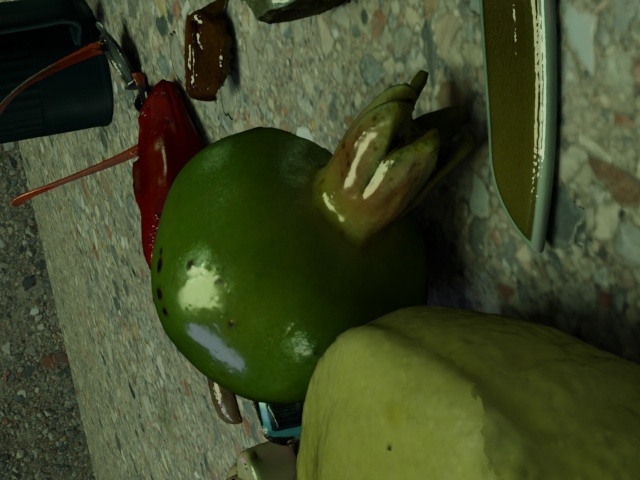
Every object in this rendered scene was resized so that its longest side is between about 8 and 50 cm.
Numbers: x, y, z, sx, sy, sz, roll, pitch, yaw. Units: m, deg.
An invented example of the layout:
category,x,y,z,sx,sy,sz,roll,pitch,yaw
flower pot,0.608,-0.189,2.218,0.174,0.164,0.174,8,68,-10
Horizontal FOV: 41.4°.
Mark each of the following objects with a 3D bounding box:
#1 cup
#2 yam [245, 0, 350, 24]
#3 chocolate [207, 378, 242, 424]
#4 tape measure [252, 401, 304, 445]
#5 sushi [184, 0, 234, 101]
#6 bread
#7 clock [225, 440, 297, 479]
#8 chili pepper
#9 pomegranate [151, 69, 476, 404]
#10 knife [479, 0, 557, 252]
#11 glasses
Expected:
category,x,y,z,sx,sy,sz,roll,pitch,yaw
cup,-0.543,-0.294,1.514,0.308,0.292,0.242,21,123,61
yam,-0.044,-0.266,0.726,0.183,0.107,0.107,66,154,13
chocolate,-0.161,0.252,1.366,0.064,0.031,0.101,-10,98,70
tape measure,-0.045,0.167,0.998,0.125,0.080,0.146,98,160,-75
sushi,-0.129,-0.220,0.984,0.052,0.055,0.120,-143,53,-68
bread,0.113,0.192,0.537,0.320,0.237,0.321,1,91,61
clock,-0.055,0.436,1.171,0.284,0.114,0.309,60,150,30
chili pepper,-0.187,-0.055,1.119,0.110,0.110,0.388,113,148,-54
pomegranate,0.000,0.000,0.674,0.302,0.236,0.236,-40,67,41
knife,0.120,-0.155,0.535,0.061,0.027,0.343,21,123,55
glasses,-0.392,-0.190,1.311,0.234,0.268,0.118,59,170,24
